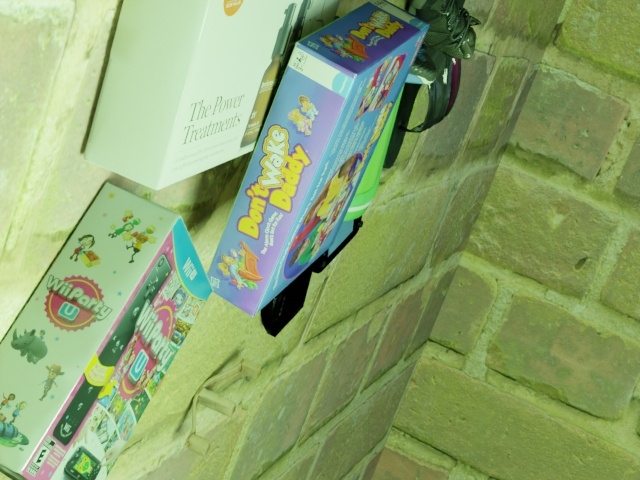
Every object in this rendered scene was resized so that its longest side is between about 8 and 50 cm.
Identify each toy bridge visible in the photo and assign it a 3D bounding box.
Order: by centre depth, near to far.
[{"bbox_3d":[-0.161,0.248,1.828,0.188,0.063,0.026,-54,161,-42],"label":"toy bridge"}]

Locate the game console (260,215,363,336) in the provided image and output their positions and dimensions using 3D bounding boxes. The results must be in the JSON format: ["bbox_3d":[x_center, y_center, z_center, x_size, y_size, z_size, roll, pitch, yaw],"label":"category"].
[{"bbox_3d":[0.000,0.000,2.046,0.361,0.044,0.213,-46,156,-53],"label":"game console"}]

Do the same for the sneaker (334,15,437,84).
[{"bbox_3d":[0.056,-0.245,1.609,0.080,0.211,0.081,-96,-155,-47],"label":"sneaker"}]

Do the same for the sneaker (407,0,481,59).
[{"bbox_3d":[0.211,-0.375,1.961,0.087,0.130,0.227,-62,174,-17],"label":"sneaker"}]

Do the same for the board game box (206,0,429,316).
[{"bbox_3d":[-0.005,-0.103,1.446,0.233,0.078,0.347,-42,160,-56],"label":"board game box"}]

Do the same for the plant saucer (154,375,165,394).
[{"bbox_3d":[-0.227,0.185,1.599,0.083,0.013,0.083,-57,163,-28],"label":"plant saucer"}]

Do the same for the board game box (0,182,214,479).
[{"bbox_3d":[-0.243,0.122,1.283,0.303,0.098,0.224,-62,165,-19],"label":"board game box"}]

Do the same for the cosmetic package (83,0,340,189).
[{"bbox_3d":[-0.088,-0.232,1.275,0.377,0.098,0.284,-35,144,-64],"label":"cosmetic package"}]

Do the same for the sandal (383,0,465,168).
[{"bbox_3d":[0.211,-0.328,2.140,0.445,0.107,0.167,-68,165,9],"label":"sandal"}]

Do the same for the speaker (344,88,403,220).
[{"bbox_3d":[0.046,-0.177,1.768,0.131,0.131,0.296,-48,157,-50],"label":"speaker"}]
